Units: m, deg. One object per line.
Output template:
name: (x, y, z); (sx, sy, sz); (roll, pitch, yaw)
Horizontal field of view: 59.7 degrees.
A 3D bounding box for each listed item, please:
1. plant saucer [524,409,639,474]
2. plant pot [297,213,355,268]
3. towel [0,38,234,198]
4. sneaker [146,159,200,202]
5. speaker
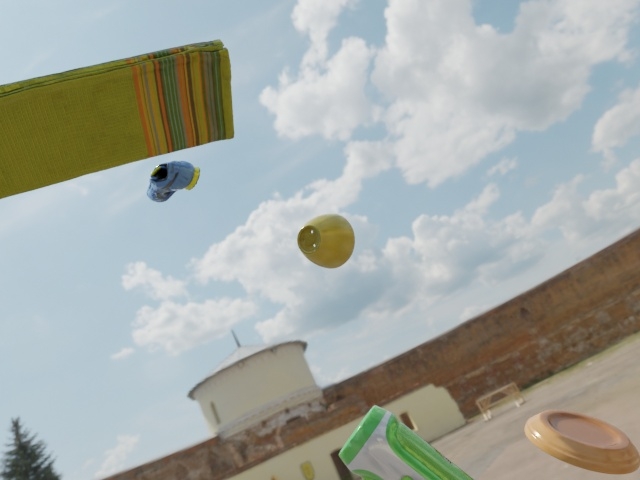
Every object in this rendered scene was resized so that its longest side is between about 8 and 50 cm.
plant saucer: (0.490, 0.368, 1.047); (0.200, 0.037, 0.200); (8, 7, -1)
plant pot: (0.000, 0.000, 1.312); (0.134, 0.134, 0.095); (-37, -21, 27)
towel: (-0.189, -0.103, 0.489); (0.237, 0.021, 0.102); (-20, -42, -20)
sneaker: (-0.350, -0.137, 1.236); (0.082, 0.069, 0.209); (19, -19, -37)
speaker: (0.180, 0.419, 0.953); (0.131, 0.297, 0.131); (-50, -13, -16)
